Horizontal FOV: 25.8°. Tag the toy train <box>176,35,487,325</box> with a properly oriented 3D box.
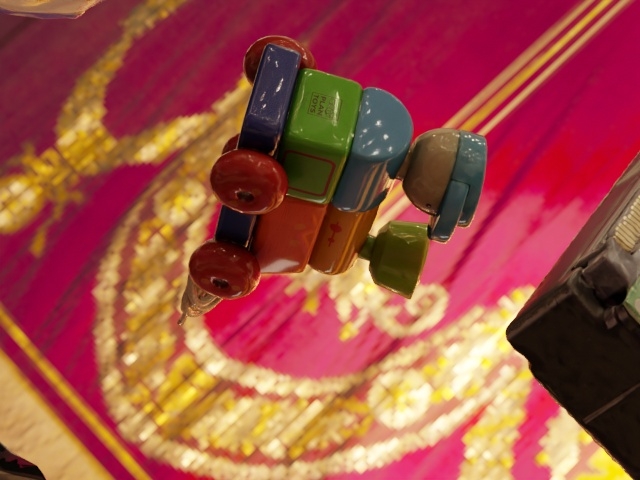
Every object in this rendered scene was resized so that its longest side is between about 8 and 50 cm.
[{"bbox_3d":[0.000,0.000,0.834,0.143,0.105,0.248,16,-36,-3],"label":"toy train"}]

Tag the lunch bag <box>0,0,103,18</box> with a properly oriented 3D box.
[{"bbox_3d":[-0.215,-0.307,0.859,0.385,0.239,0.328,41,-30,-26],"label":"lunch bag"}]

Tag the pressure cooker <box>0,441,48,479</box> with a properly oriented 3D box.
[{"bbox_3d":[-0.254,0.214,0.253,0.375,0.420,0.370,17,20,-49],"label":"pressure cooker"}]

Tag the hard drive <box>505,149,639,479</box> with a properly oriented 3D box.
[{"bbox_3d":[0.250,0.091,0.589,0.339,0.237,0.064,46,-48,-1],"label":"hard drive"}]
